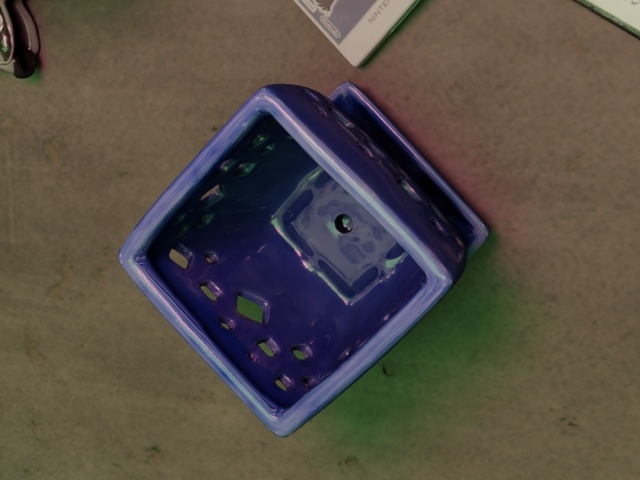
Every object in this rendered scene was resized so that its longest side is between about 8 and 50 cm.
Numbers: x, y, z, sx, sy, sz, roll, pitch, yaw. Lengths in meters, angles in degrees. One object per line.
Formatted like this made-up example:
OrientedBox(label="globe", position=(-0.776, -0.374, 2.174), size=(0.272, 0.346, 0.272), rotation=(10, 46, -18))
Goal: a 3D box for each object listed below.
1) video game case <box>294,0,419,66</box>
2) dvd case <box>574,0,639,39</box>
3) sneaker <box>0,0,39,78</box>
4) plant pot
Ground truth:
OrientedBox(label="video game case", position=(0.023, -0.293, 1.106), size=(0.201, 0.023, 0.183), rotation=(49, 125, 6))
OrientedBox(label="dvd case", position=(0.230, -0.303, 1.024), size=(0.253, 0.022, 0.180), rotation=(33, 115, 13))
OrientedBox(label="sneaker", position=(-0.379, -0.186, 1.299), size=(0.132, 0.086, 0.229), rotation=(30, 113, 12))
OrientedBox(label="plant pot", position=(0.000, 0.000, 1.103), size=(0.236, 0.212, 0.236), rotation=(47, 118, 6))
